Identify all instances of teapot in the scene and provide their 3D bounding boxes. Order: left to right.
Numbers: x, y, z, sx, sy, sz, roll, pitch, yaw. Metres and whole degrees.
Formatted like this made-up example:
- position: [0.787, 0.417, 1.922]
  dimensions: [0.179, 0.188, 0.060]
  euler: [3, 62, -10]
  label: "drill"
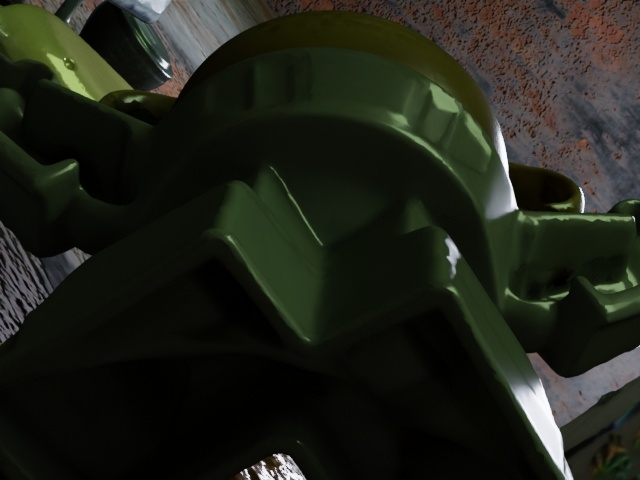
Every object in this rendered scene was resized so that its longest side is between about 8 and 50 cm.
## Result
- position: [-0.142, -0.132, 1.150]
  dimensions: [0.088, 0.057, 0.066]
  euler: [58, 7, 2]
  label: "teapot"

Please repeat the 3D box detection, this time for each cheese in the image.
- position: [-0.158, -0.097, 0.912]
  dimensions: [0.255, 0.050, 0.127]
  euler: [48, 11, -34]
  label: "cheese"

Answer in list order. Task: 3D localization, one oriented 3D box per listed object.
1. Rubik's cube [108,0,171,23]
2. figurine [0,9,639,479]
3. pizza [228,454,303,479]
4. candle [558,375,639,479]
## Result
- position: [-0.146, -0.282, 1.038]
  dimensions: [0.205, 0.205, 0.207]
  euler: [37, 2, 12]
  label: "Rubik's cube"
- position: [0.001, -0.001, 0.673]
  dimensions: [0.342, 0.167, 0.285]
  euler: [31, 27, -14]
  label: "figurine"
- position: [-0.024, 0.130, 0.712]
  dimensions: [0.182, 0.062, 0.161]
  euler: [53, 12, 29]
  label: "pizza"
- position: [0.169, 0.158, 0.792]
  dimensions: [0.187, 0.330, 0.187]
  euler: [50, 15, -19]
  label: "candle"
